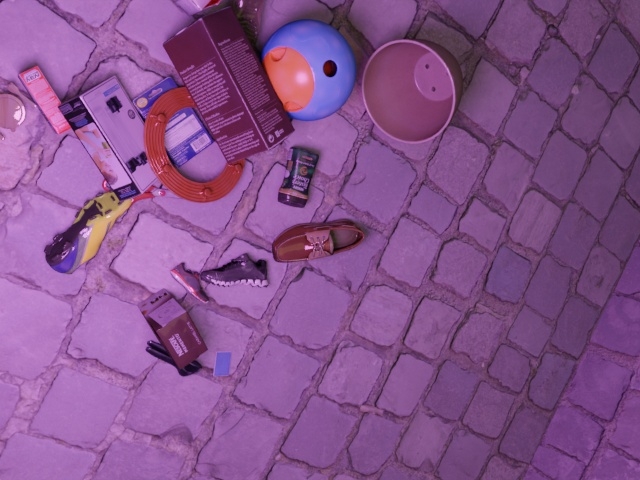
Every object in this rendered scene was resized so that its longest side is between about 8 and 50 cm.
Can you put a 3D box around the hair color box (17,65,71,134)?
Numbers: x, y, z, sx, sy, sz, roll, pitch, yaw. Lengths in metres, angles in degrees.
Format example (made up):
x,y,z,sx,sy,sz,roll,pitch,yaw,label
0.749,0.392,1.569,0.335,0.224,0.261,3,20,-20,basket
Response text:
x,y,z,sx,sy,sz,roll,pitch,yaw,label
-0.705,-0.359,1.568,0.053,0.093,0.167,-34,114,-19,hair color box

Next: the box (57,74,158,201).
x,y,z,sx,sy,sz,roll,pitch,yaw,label
-0.542,-0.272,1.630,0.290,0.087,0.169,64,29,-23,box

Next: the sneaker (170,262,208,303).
x,y,z,sx,sy,sz,roll,pitch,yaw,label
-0.387,0.130,1.865,0.065,0.061,0.158,-49,119,-18,sneaker

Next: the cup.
x,y,z,sx,sy,sz,roll,pitch,yaw,label
0.334,-0.513,2.001,0.237,0.330,0.331,-38,119,-45,cup

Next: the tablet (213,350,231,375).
x,y,z,sx,sy,sz,roll,pitch,yaw,label
-0.320,0.402,1.987,0.054,0.006,0.084,4,98,-29,tablet

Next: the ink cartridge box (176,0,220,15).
x,y,z,sx,sy,sz,roll,pitch,yaw,label
-0.253,-0.735,1.648,0.060,0.238,0.275,44,79,-28,ink cartridge box

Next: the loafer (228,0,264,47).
x,y,z,sx,sy,sz,roll,pitch,yaw,label
-0.225,-0.649,1.771,0.101,0.092,0.269,14,110,-28,loafer

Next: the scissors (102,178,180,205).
x,y,z,sx,sy,sz,roll,pitch,yaw,label
-0.478,-0.150,1.776,0.296,0.021,0.109,-8,103,-25,scissors

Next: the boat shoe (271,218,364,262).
x,y,z,sx,sy,sz,roll,pitch,yaw,label
0.000,0.000,2.009,0.323,0.120,0.123,-17,108,-25,boat shoe

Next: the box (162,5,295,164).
x,y,z,sx,sy,sz,roll,pitch,yaw,label
-0.254,-0.424,1.703,0.143,0.191,0.382,-45,115,-41,box

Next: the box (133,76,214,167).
x,y,z,sx,sy,sz,roll,pitch,yaw,label
-0.425,-0.340,1.755,0.136,0.036,0.225,-39,117,-16,box

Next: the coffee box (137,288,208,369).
x,y,z,sx,sy,sz,roll,pitch,yaw,label
-0.430,0.249,1.756,0.098,0.246,0.141,-33,114,-19,coffee box

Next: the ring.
x,y,z,sx,sy,sz,roll,pitch,yaw,label
-0.347,-0.276,1.748,0.336,0.032,0.337,5,83,-44,ring

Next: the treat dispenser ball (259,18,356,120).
x,y,z,sx,sy,sz,roll,pitch,yaw,label
-0.039,-0.496,1.788,0.287,0.288,0.289,-6,104,-27,treat dispenser ball

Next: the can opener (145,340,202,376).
x,y,z,sx,sy,sz,roll,pitch,yaw,label
-0.456,0.360,1.880,0.186,0.059,0.073,34,111,-20,can opener

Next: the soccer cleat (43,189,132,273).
x,y,z,sx,sy,sz,roll,pitch,yaw,label
-0.632,-0.026,1.691,0.289,0.093,0.121,-47,151,-11,soccer cleat

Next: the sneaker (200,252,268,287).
x,y,z,sx,sy,sz,roll,pitch,yaw,label
-0.266,0.091,1.913,0.234,0.078,0.106,5,95,-33,sneaker

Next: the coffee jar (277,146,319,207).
x,y,z,sx,sy,sz,roll,pitch,yaw,label
-0.073,-0.199,1.951,0.096,0.079,0.185,12,95,-30,coffee jar

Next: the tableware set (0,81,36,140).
x,y,z,sx,sy,sz,roll,pitch,yaw,label
-0.831,-0.365,1.532,0.128,0.039,0.194,-45,112,0,tableware set
